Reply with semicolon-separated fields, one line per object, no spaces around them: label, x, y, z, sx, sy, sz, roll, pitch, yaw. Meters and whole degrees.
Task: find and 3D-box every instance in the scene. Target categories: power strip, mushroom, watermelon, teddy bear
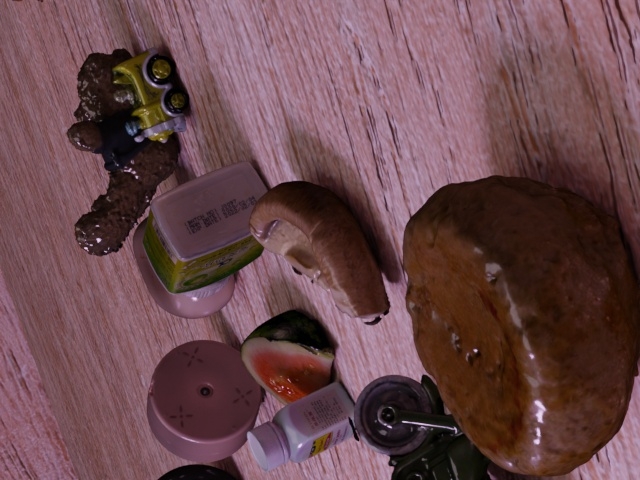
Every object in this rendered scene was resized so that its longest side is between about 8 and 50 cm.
power strip;-0.153;0.214;2.114;0.154;0.154;0.078;58;156;21
mushroom;0.002;0.000;1.571;0.210;0.072;0.094;35;146;50
watermelon;-0.034;0.149;1.877;0.119;0.063;0.245;47;156;11
teddy bear;-0.244;-0.114;2.005;0.182;0.129;0.251;-70;-24;-78

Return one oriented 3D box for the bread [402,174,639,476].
bread;0.153;0.055;1.171;0.230;0.123;0.230;162;90;-72

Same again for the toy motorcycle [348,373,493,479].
toy motorcycle;0.134;0.249;1.450;0.205;0.127;0.275;21;-130;-73

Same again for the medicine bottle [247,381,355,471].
medicine bottle;-0.021;0.216;1.813;0.055;0.118;0.074;59;158;21

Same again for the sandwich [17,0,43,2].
sandwich;-0.394;-0.404;2.000;0.250;0.162;0.301;64;158;17

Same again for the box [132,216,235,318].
box;-0.177;0.029;2.048;0.200;0.088;0.146;6;116;69

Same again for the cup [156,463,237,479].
cup;-0.176;0.443;2.453;0.223;0.169;0.176;36;167;-9

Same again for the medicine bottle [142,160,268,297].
medicine bottle;-0.132;-0.004;1.825;0.088;0.132;0.188;60;161;13

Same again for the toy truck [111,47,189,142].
toy truck;-0.207;-0.170;1.910;0.111;0.077;0.076;68;161;-6
